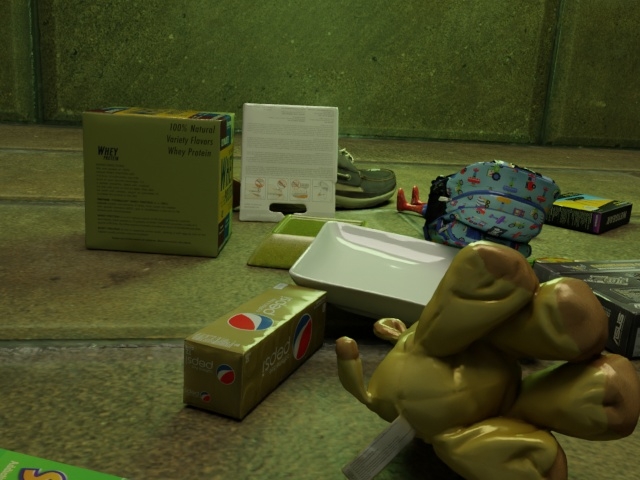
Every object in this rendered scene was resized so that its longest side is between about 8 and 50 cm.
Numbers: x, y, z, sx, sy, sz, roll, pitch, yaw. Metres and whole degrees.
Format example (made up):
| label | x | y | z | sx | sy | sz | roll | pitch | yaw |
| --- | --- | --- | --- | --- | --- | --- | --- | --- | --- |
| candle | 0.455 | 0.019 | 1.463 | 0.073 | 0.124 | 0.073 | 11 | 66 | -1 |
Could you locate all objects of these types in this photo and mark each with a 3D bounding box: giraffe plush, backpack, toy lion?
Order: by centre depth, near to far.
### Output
| label | x | y | z | sx | sy | sz | roll | pitch | yaw |
| --- | --- | --- | --- | --- | --- | --- | --- | --- | --- |
| giraffe plush | 0.116 | 0.100 | 0.534 | 0.210 | 0.181 | 0.170 | -29 | -2 | 11 |
| backpack | 0.243 | -0.039 | 0.948 | 0.158 | 0.117 | 0.173 | 18 | -16 | -12 |
| toy lion | 0.346 | 0.039 | 1.005 | 0.100 | 0.034 | 0.096 | 0 | 8 | -10 |

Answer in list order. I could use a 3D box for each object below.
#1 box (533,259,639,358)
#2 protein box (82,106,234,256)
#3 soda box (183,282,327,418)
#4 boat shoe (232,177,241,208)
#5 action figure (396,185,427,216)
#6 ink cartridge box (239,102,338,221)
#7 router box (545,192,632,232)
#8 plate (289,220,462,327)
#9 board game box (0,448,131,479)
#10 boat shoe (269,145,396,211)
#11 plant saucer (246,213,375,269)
| label | x | y | z | sx | sy | sz | roll | pitch | yaw |
| --- | --- | --- | --- | --- | --- | --- | --- | --- | --- |
| box | 0.405 | 0.075 | 0.824 | 0.231 | 0.056 | 0.183 | -1 | 15 | -18 |
| protein box | -0.240 | -0.095 | 1.029 | 0.199 | 0.201 | 0.136 | 4 | 15 | 1 |
| soda box | -0.055 | 0.095 | 0.630 | 0.058 | 0.061 | 0.181 | 10 | 16 | 21 |
| boat shoe | -0.245 | -0.098 | 1.293 | 0.207 | 0.073 | 0.073 | 1 | 17 | -10 |
| action figure | 0.288 | -0.095 | 1.301 | 0.280 | 0.139 | 0.091 | 18 | 21 | 35 |
| ink cartridge box | -0.059 | -0.141 | 1.264 | 0.181 | 0.225 | 0.056 | 2 | -6 | -5 |
| router box | 0.539 | -0.059 | 1.381 | 0.133 | 0.046 | 0.179 | 16 | 19 | 39 |
| plate | 0.117 | 0.050 | 0.825 | 0.277 | 0.045 | 0.278 | 12 | 16 | 6 |
| board game box | -0.239 | 0.161 | 0.392 | 0.259 | 0.039 | 0.124 | 5 | 15 | 15 |
| boat shoe | 0.022 | -0.137 | 1.388 | 0.355 | 0.130 | 0.132 | -8 | 19 | -38 |
| plant saucer | 0.000 | 0.000 | 1.034 | 0.188 | 0.045 | 0.188 | 5 | 15 | 7 |
